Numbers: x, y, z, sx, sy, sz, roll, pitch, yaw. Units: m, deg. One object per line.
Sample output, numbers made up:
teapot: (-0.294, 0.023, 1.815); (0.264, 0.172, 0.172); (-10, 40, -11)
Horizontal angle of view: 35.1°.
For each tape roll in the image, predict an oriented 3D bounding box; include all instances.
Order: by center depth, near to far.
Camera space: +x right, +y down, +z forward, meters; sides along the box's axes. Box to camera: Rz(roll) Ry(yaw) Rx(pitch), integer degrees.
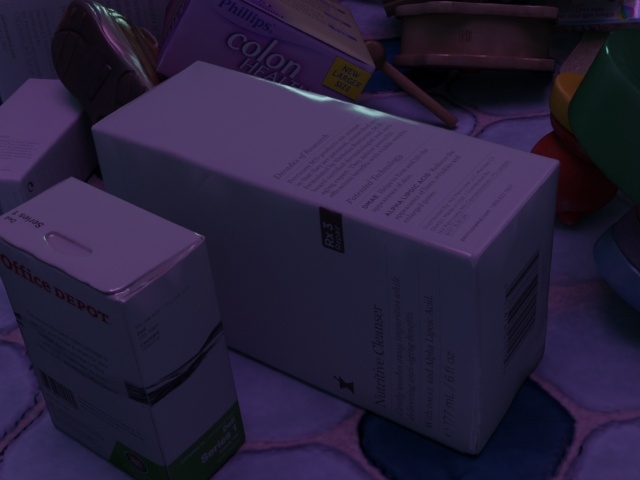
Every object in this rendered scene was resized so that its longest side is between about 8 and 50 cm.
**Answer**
tape roll: (0.383, -0.076, 0.909); (0.321, 0.077, 0.321); (18, 32, -11)

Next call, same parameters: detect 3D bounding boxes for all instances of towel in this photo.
towel: (0.371, -0.229, 1.304); (0.110, 0.027, 0.148); (15, 41, 24)

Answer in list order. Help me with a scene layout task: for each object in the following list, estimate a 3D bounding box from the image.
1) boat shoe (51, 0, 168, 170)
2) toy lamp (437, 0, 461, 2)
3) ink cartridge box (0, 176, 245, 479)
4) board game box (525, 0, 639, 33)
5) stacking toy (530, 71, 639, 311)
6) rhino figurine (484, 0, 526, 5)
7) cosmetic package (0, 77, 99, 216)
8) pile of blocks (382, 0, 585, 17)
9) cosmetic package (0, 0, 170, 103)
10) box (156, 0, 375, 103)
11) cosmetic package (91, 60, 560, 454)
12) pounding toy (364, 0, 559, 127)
boat shoe: (-0.191, -0.144, 1.141); (0.116, 0.123, 0.324); (2, 53, -49)
toy lamp: (0.080, -0.394, 1.518); (0.274, 0.080, 0.080); (17, 42, 29)
ink cartridge box: (-0.157, 0.078, 0.799); (0.160, 0.219, 0.092); (23, 45, 32)
board game box: (0.353, -0.329, 1.346); (0.154, 0.026, 0.103); (4, 75, 25)
stacking toy: (0.357, -0.016, 0.998); (0.279, 0.130, 0.309); (12, 34, -22)
rhino figurine: (0.272, -0.378, 1.463); (0.106, 0.073, 0.243); (36, 39, -12)
cosmetic package: (-0.335, -0.101, 1.176); (0.117, 0.085, 0.231); (6, 36, 16)
pile of blocks: (0.224, -0.392, 1.333); (0.362, 0.113, 0.149); (4, 52, 27)
cosmetic package: (-0.222, -0.331, 1.405); (0.453, 0.162, 0.230); (-9, 37, -5)
box: (-0.069, -0.240, 1.195); (0.213, 0.117, 0.243); (24, 23, -18)
cosmetic package: (0.000, 0.000, 0.891); (0.385, 0.217, 0.156); (17, 42, 30)
pounding toy: (0.171, -0.222, 1.287); (0.269, 0.155, 0.154); (1, 8, -6)
